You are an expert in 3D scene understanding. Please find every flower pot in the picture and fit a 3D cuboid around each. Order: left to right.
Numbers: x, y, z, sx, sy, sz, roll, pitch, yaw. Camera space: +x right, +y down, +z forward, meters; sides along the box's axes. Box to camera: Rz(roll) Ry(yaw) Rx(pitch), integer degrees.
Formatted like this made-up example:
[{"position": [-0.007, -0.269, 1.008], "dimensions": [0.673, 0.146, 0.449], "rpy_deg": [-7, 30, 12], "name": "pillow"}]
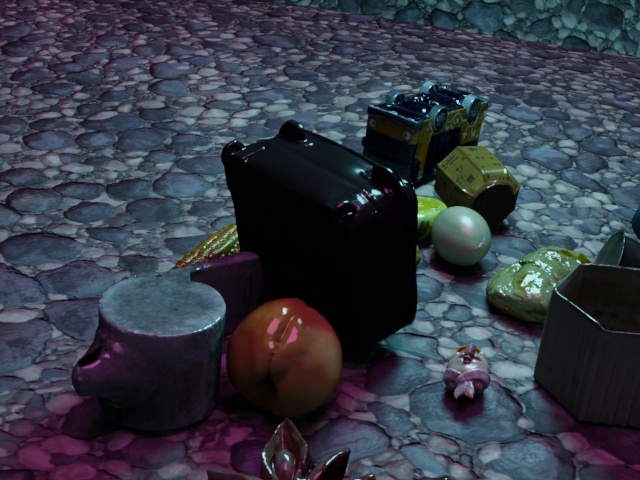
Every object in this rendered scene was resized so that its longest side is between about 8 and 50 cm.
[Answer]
[{"position": [0.477, 0.165, 1.498], "dimensions": [0.239, 0.189, 0.209], "rpy_deg": [4, 29, 1], "name": "flower pot"}]

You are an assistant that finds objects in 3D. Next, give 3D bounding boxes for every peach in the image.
[{"position": [-0.052, 0.176, 1.414], "dimensions": [0.184, 0.184, 0.184], "rpy_deg": [4, 28, -2], "name": "peach"}]

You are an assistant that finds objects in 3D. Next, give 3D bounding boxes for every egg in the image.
[{"position": [0.283, -0.008, 1.864], "dimensions": [0.114, 0.114, 0.152], "rpy_deg": [-4, 23, -16], "name": "egg"}]

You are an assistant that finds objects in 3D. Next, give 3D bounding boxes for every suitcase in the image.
[{"position": [0.000, 0.000, 1.576], "dimensions": [0.188, 0.339, 0.345], "rpy_deg": [-27, 40, -33], "name": "suitcase"}]

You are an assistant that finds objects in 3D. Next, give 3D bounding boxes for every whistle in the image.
[{"position": [-0.227, 0.138, 1.462], "dimensions": [0.188, 0.168, 0.405], "rpy_deg": [11, 24, 8], "name": "whistle"}]

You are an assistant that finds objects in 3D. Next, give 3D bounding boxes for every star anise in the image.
[{"position": [-0.025, 0.352, 1.161], "dimensions": [0.292, 0.109, 0.349], "rpy_deg": [32, 48, 29], "name": "star anise"}]

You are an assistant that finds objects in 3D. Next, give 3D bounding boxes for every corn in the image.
[{"position": [-0.193, 0.039, 1.718], "dimensions": [0.102, 0.102, 0.313], "rpy_deg": [13, 29, 15], "name": "corn"}]

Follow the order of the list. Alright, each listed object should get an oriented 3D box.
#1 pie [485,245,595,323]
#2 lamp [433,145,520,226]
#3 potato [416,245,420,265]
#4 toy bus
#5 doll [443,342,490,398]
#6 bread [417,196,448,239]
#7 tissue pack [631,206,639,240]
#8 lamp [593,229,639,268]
[{"position": [0.441, 0.079, 1.755], "dimensions": [0.248, 0.090, 0.201], "rpy_deg": [-26, 44, -38], "name": "pie"}, {"position": [0.342, -0.118, 2.044], "dimensions": [0.161, 0.161, 0.185], "rpy_deg": [-3, 32, -15], "name": "lamp"}, {"position": [0.177, 0.030, 1.852], "dimensions": [0.045, 0.046, 0.092], "rpy_deg": [-35, 14, 15], "name": "potato"}, {"position": [0.253, -0.262, 2.252], "dimensions": [0.162, 0.194, 0.323], "rpy_deg": [25, 31, 32], "name": "toy bus"}, {"position": [0.237, 0.206, 1.491], "dimensions": [0.073, 0.084, 0.127], "rpy_deg": [8, 21, 8], "name": "doll"}, {"position": [0.203, -0.045, 1.966], "dimensions": [0.130, 0.071, 0.139], "rpy_deg": [16, 28, 19], "name": "bread"}, {"position": [0.791, -0.071, 1.887], "dimensions": [0.198, 0.287, 0.206], "rpy_deg": [-17, 52, -36], "name": "tissue pack"}, {"position": [0.602, 0.096, 1.642], "dimensions": [0.227, 0.172, 0.147], "rpy_deg": [22, 43, 0], "name": "lamp"}]
